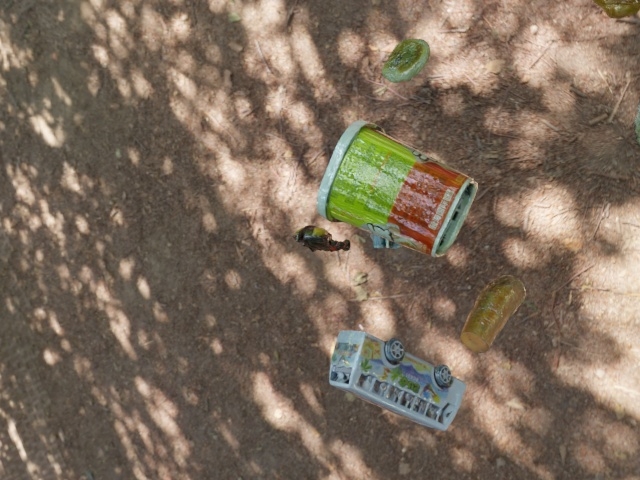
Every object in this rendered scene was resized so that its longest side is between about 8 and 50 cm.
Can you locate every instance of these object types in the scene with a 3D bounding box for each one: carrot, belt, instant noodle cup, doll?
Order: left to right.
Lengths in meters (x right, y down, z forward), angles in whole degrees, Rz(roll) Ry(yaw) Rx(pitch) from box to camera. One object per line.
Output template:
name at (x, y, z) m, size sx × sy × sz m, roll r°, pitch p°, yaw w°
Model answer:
doll at (-0.001, -0.003, 1.549) m, size 0.127 × 0.248 × 0.088 m, roll -33°, pitch 62°, yaw 33°
belt at (0.205, -0.025, 1.459) m, size 0.087 × 0.302 × 0.072 m, roll 1°, pitch 98°, yaw 3°
instant noodle cup at (0.197, -0.114, 1.113) m, size 0.307 × 0.294 × 0.294 m, roll 27°, pitch 114°, yaw 22°
carrot at (0.592, 0.240, 1.560) m, size 0.138 × 0.302 × 0.139 m, roll 31°, pitch 145°, yaw 25°

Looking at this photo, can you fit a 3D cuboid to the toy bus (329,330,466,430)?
toy bus at (0.175, 0.308, 0.996) m, size 0.109 × 0.329 × 0.136 m, roll -18°, pitch 47°, yaw 55°

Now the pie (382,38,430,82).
pie at (0.304, -0.647, 1.625) m, size 0.186 × 0.041 × 0.187 m, roll -17°, pitch 59°, yaw 32°

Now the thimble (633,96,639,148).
thimble at (0.873, -0.320, 1.034) m, size 0.149 × 0.271 × 0.271 m, roll 14°, pitch 110°, yaw 6°

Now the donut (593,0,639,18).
donut at (0.496, -0.431, 0.658) m, size 0.226 × 0.114 × 0.227 m, roll -11°, pitch 56°, yaw 17°
